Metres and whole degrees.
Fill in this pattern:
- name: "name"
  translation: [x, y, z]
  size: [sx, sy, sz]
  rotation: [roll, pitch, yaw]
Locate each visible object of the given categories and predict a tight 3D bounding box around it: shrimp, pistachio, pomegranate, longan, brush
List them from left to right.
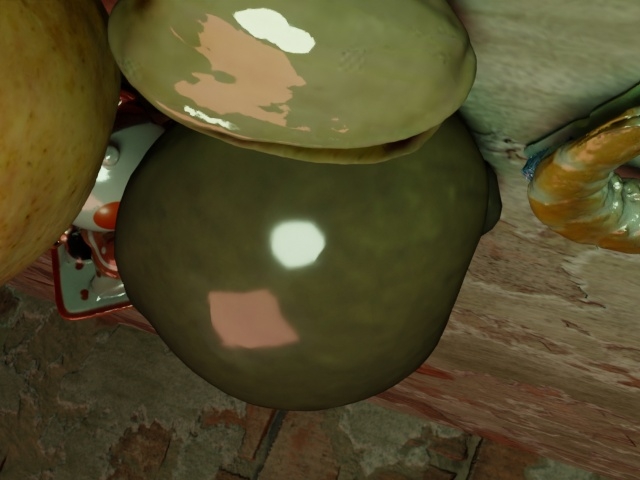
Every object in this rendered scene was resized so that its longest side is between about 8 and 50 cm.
- name: "pomegranate"
  translation: [-0.291, -0.087, 0.685]
  size: [0.338, 0.338, 0.338]
  rotation: [21, 166, 5]
- name: "pistachio"
  translation: [-0.016, -0.112, 0.640]
  size: [0.206, 0.131, 0.129]
  rotation: [19, 175, -4]
- name: "longan"
  translation: [0.000, 0.000, 0.830]
  size: [0.300, 0.243, 0.300]
  rotation: [-15, 169, -3]
- name: "brush"
  translation: [0.176, -0.065, 0.729]
  size: [0.033, 0.030, 0.178]
  rotation: [34, 165, -6]
- name: "shrimp"
  translation: [0.215, -0.040, 0.703]
  size: [0.161, 0.049, 0.166]
  rotation: [5, 153, -3]

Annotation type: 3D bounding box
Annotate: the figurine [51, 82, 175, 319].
- name: "figurine"
  translation: [-0.200, -0.058, 1.042]
  size: [0.184, 0.160, 0.226]
  rotation: [-15, 149, 0]
